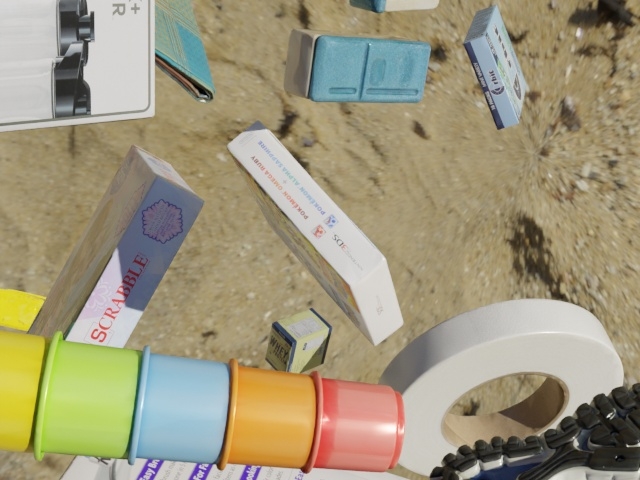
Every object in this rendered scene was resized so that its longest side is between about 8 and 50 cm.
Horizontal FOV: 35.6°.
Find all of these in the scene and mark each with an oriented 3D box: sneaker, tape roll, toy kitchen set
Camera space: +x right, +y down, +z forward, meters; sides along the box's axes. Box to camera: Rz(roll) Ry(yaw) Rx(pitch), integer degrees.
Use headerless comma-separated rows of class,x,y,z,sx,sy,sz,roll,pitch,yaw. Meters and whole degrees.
sneaker,0.279,0.252,1.004,0.329,0.130,0.147,-17,119,9
tape roll,0.280,0.244,1.567,0.392,0.392,0.072,-27,45,13
toy kitchen set,0.078,-0.198,0.762,0.166,0.122,0.207,28,117,48

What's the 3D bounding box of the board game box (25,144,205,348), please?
board game box,-0.269,0.049,1.230,0.065,0.318,0.318,29,92,-19

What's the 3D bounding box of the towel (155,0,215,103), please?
towel,-0.308,-0.441,1.786,0.040,0.271,0.370,-29,59,19

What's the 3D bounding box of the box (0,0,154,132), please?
box,-0.263,-0.166,0.724,0.087,0.289,0.169,21,114,45

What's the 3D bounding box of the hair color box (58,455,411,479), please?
hair color box,-0.064,0.270,0.898,0.338,0.185,0.110,19,119,5

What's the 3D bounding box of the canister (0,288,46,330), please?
canister,-0.574,0.135,1.910,0.126,0.170,0.073,14,83,-8

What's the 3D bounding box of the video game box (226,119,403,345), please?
video game box,0.000,0.000,0.975,0.048,0.205,0.187,-41,68,-7

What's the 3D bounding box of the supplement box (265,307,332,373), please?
supplement box,-0.036,0.167,1.618,0.056,0.083,0.083,41,134,35

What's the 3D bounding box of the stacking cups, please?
stacking cups,-0.100,0.124,0.711,0.316,0.096,0.096,10,97,-12

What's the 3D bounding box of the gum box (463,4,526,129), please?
gum box,0.294,-0.291,1.660,0.041,0.184,0.157,-16,112,24
